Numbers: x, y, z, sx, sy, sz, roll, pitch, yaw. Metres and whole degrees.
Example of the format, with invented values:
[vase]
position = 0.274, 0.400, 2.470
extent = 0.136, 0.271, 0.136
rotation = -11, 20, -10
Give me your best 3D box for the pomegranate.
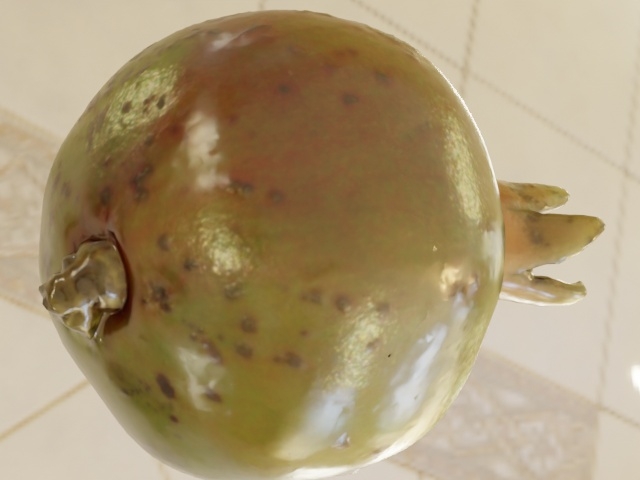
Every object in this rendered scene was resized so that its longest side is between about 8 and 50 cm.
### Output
[pomegranate]
position = 0.008, 0.008, 0.746
extent = 0.246, 0.198, 0.198
rotation = 15, 69, -12
